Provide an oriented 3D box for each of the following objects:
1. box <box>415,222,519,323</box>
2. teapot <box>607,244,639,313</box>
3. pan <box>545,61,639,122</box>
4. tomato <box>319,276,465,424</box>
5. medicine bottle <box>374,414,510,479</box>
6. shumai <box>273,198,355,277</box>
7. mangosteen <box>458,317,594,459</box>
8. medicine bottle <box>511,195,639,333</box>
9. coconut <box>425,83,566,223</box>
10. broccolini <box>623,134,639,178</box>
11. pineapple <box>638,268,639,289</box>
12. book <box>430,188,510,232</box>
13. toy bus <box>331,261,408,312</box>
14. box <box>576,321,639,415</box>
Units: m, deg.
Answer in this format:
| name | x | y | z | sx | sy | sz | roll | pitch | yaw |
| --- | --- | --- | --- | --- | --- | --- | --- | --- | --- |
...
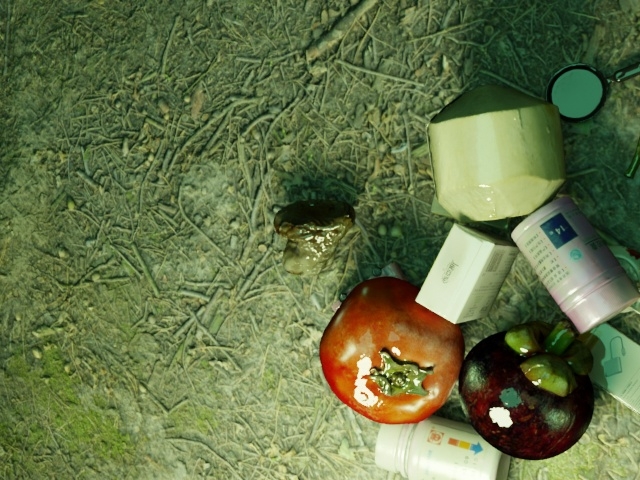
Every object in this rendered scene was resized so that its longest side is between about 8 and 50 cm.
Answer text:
| name | x | y | z | sx | sy | sz | roll | pitch | yaw |
| --- | --- | --- | --- | --- | --- | --- | --- | --- | --- |
| box | 0.338 | 0.073 | 1.738 | 0.111 | 0.260 | 0.195 | 29 | 100 | 23 |
| teapot | 0.637 | 0.077 | 1.687 | 0.226 | 0.092 | 0.145 | 44 | 104 | 22 |
| pan | 0.625 | -0.348 | 1.739 | 0.235 | 0.028 | 0.136 | -18 | 81 | 27 |
| tomato | 0.164 | 0.249 | 1.786 | 0.324 | 0.290 | 0.293 | 19 | 107 | -7 |
| medicine bottle | 0.283 | 0.499 | 1.802 | 0.292 | 0.170 | 0.170 | 10 | 93 | 25 |
| shumai | -0.001 | -0.002 | 1.984 | 0.218 | 0.184 | 0.186 | -9 | 120 | 14 |
| mangosteen | 0.454 | 0.316 | 1.660 | 0.300 | 0.300 | 0.301 | -1 | 88 | 26 |
| medicine bottle | 0.531 | 0.051 | 1.616 | 0.152 | 0.152 | 0.254 | -39 | 70 | 20 |
| coconut | 0.379 | -0.193 | 1.684 | 0.322 | 0.323 | 0.323 | -1 | 88 | 26 |
| broccolini | 0.708 | -0.253 | 1.693 | 0.054 | 0.051 | 0.239 | 15 | 101 | 8 |
| pineapple | 0.739 | -0.038 | 1.542 | 0.165 | 0.165 | 0.365 | 12 | 75 | 26 |
| book | 0.387 | -0.183 | 1.850 | 0.201 | 0.026 | 0.290 | 17 | 95 | 25 |
| toy bus | 0.125 | 0.137 | 1.949 | 0.203 | 0.063 | 0.090 | -37 | 74 | 19 |
| box | 0.667 | 0.280 | 1.698 | 0.247 | 0.033 | 0.129 | 38 | 105 | 22 |
